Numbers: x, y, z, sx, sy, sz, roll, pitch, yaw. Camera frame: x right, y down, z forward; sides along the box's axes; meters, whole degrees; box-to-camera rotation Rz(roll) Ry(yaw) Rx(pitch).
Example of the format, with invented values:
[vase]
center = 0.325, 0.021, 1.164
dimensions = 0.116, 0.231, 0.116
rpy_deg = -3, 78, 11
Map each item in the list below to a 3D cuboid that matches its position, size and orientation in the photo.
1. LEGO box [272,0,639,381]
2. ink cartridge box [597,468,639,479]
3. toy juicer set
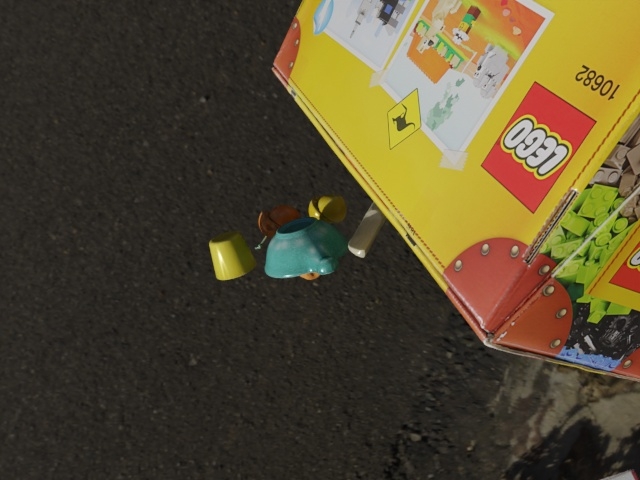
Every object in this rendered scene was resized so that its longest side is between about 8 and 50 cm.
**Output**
[LEGO box]
center = 0.181, -0.191, 0.626
dimensions = 0.372, 0.193, 0.500
rpy_deg = -60, 34, 22
[ink cartridge box]
center = 0.343, 0.324, 0.813
dimensions = 0.063, 0.150, 0.109
rpy_deg = -24, 64, 7
[toy juicer set]
center = 0.000, 0.000, 1.114
dimensions = 0.329, 0.209, 0.089
rpy_deg = -2, 115, 41
